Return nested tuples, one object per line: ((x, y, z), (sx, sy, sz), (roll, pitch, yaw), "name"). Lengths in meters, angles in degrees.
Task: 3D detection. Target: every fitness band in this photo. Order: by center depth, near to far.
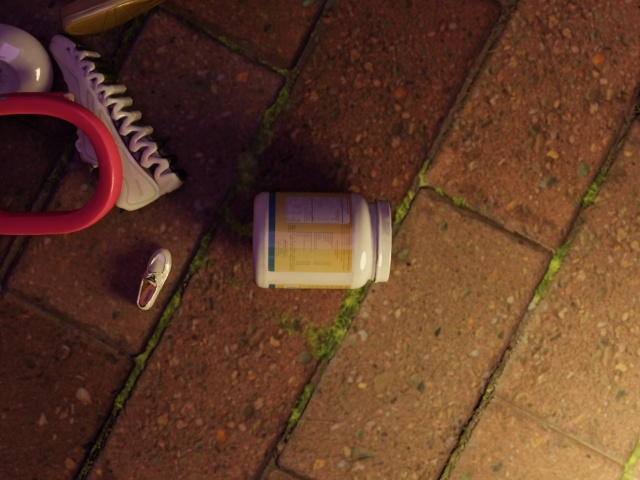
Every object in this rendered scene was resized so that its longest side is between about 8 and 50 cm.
((-0.429, -0.112, 1.614), (0.290, 0.054, 0.209), (-1, 108, 15), "fitness band")

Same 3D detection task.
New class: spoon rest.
((-0.534, -0.271, 1.635), (0.276, 0.084, 0.137), (10, 125, -4), "spoon rest")

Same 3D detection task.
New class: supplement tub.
((0.000, 0.000, 1.628), (0.199, 0.144, 0.144), (1, 90, -3), "supplement tub")

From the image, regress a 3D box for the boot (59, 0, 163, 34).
((-0.306, -0.442, 1.639), (0.262, 0.095, 0.203), (-30, 92, -9), "boot")

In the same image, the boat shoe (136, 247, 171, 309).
((-0.255, 0.059, 1.671), (0.035, 0.035, 0.100), (24, 89, -2), "boat shoe")

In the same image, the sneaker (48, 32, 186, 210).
((-0.328, -0.177, 1.641), (0.118, 0.110, 0.292), (-35, 89, 8), "sneaker")
